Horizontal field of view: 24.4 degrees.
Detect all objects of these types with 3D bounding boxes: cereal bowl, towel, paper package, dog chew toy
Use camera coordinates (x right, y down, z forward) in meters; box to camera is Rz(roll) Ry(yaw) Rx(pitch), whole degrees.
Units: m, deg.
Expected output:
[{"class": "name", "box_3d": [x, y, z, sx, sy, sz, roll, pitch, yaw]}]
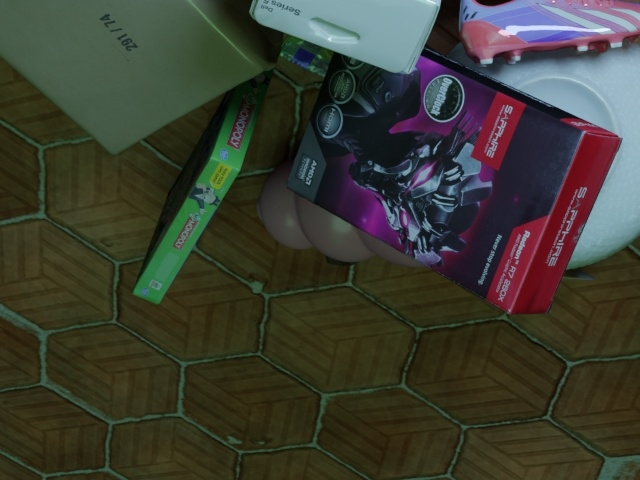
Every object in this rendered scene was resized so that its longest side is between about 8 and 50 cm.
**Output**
[{"class": "cereal bowl", "box_3d": [0.287, -0.125, 1.849, 0.339, 0.141, 0.338, 0, 93, 4]}, {"class": "towel", "box_3d": [-0.011, -0.254, 2.018, 0.083, 0.009, 0.060, 28, 135, -15]}, {"class": "paper package", "box_3d": [-0.261, -0.309, 1.912, 0.310, 0.168, 0.325, -26, 125, 34]}, {"class": "dog chew toy", "box_3d": [0.060, -0.059, 2.075, 0.332, 0.206, 0.206, -5, 134, 30]}]

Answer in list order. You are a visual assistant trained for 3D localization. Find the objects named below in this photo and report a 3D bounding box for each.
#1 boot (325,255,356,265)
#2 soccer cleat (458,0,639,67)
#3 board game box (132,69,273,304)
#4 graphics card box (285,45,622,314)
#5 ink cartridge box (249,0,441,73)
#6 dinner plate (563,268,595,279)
[{"class": "boot", "box_3d": [0.000, 0.000, 2.260, 0.106, 0.037, 0.114, -2, 139, 19]}, {"class": "soccer cleat", "box_3d": [0.285, -0.265, 1.753, 0.248, 0.083, 0.095, -9, 93, -5]}, {"class": "board game box", "box_3d": [-0.168, -0.080, 2.089, 0.046, 0.213, 0.317, 24, 136, -11]}, {"class": "graphics card box", "box_3d": [0.148, -0.093, 1.769, 0.371, 0.094, 0.232, 32, 109, 34]}, {"class": "ink cartridge box", "box_3d": [0.049, -0.344, 1.719, 0.198, 0.272, 0.114, 19, 136, -6]}, {"class": "dinner plate", "box_3d": [0.333, 0.045, 2.178, 0.141, 0.017, 0.141, 5, 179, 0]}]
